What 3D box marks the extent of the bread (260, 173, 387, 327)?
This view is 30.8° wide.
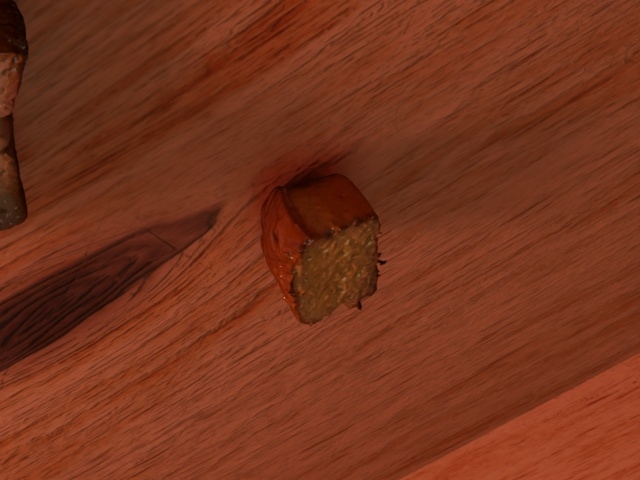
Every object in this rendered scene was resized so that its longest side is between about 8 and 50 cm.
[{"bbox_3d":[0.000,0.000,1.460,0.143,0.139,0.229,-19,151,-10],"label":"bread"}]

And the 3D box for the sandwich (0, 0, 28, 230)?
[{"bbox_3d":[-0.397,-0.101,1.072,0.254,0.099,0.288,-17,151,-21],"label":"sandwich"}]
